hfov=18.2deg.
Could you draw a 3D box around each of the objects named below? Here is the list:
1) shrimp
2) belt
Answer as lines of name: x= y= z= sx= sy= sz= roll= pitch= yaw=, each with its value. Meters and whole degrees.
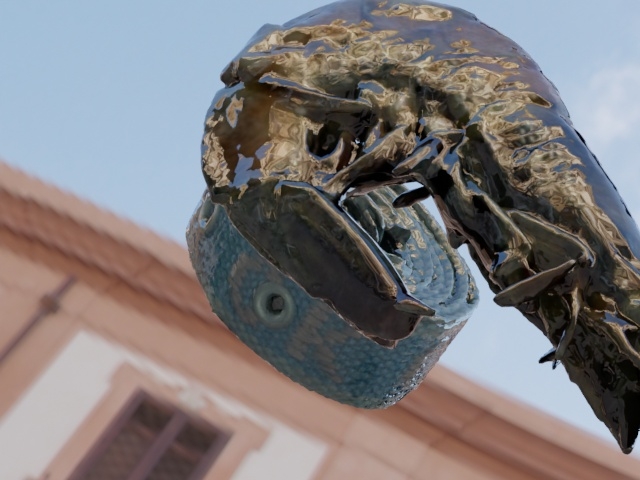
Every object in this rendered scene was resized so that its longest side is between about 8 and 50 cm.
shrimp: x=0.030 y=0.001 z=0.436 sx=0.161 sy=0.091 sz=0.034 roll=53 pitch=-27 yaw=37
belt: x=0.005 y=0.006 z=1.035 sx=0.163 sy=0.147 sz=0.082 roll=40 pitch=-64 yaw=17
